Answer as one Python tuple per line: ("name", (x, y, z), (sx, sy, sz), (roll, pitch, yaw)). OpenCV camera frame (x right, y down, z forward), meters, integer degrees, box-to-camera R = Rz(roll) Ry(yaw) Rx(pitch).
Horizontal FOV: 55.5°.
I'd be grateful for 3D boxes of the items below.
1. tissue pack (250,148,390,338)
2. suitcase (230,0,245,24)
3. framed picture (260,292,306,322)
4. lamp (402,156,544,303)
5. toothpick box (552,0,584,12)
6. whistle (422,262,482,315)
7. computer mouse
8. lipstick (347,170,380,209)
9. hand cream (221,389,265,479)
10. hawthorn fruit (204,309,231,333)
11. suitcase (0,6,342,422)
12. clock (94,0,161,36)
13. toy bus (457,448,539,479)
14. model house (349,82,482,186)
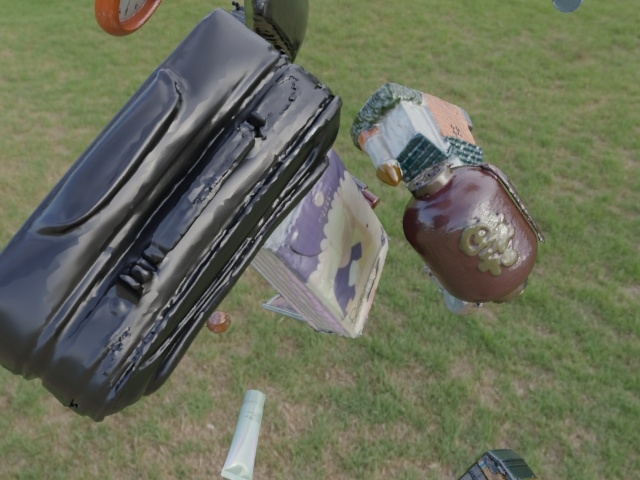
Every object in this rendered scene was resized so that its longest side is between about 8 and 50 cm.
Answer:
("tissue pack", (0.000, 0.000, 1.095), (0.125, 0.344, 0.242), (3, 59, 30))
("suitcase", (-0.147, -0.424, 1.258), (0.086, 0.126, 0.059), (31, 72, 25))
("framed picture", (-0.028, 0.173, 1.874), (0.273, 0.016, 0.216), (9, 35, 44))
("lamp", (0.241, -0.010, 0.952), (0.180, 0.258, 0.180), (-37, 17, 13))
("toothpick box", (0.426, -0.421, 1.017), (0.052, 0.052, 0.083), (22, 51, 30))
("whistle", (0.314, 0.106, 1.431), (0.057, 0.107, 0.220), (15, 13, -30))
("computer mouse", (-0.055, -0.320, 0.777), (0.087, 0.168, 0.295), (-3, 3, -6))
("lipstick", (0.054, -0.189, 1.831), (0.299, 0.081, 0.081), (38, 48, 18))
("hand cream", (-0.164, 0.431, 1.344), (0.078, 0.050, 0.205), (35, 43, -26))
("hawthorn fruit", (-0.300, 0.233, 1.692), (0.103, 0.067, 0.067), (-23, 33, 12))
("suitcase", (-0.151, -0.017, 0.582), (0.188, 0.339, 0.345), (38, 73, -8))
("clock", (-0.299, -0.428, 0.987), (0.051, 0.205, 0.205), (30, 37, -3))
("toy bus", (0.403, 0.644, 1.484), (0.138, 0.275, 0.167), (16, 30, -42))
("model house", (0.236, -0.178, 1.375), (0.271, 0.190, 0.301), (10, 45, -35))
